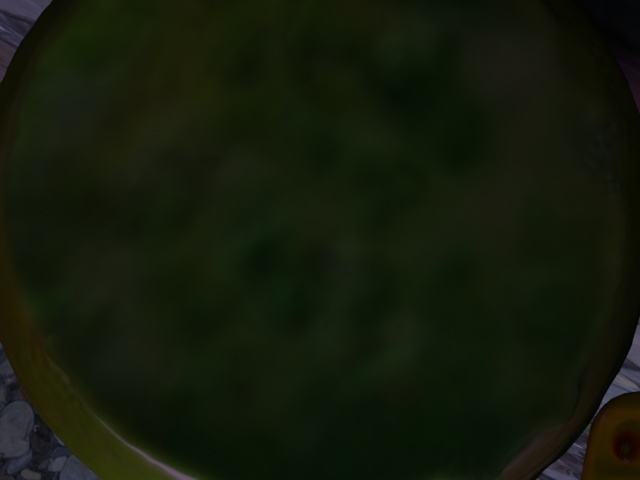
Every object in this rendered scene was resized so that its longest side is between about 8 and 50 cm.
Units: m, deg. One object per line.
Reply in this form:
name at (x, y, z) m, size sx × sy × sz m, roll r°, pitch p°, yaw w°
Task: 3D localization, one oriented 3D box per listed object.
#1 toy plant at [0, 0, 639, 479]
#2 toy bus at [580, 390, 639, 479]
toy plant at (0.000, 0.000, 0.592) m, size 0.224 × 0.185 × 0.316 m, roll 17°, pitch 177°, yaw 5°
toy bus at (0.212, 0.123, 0.519) m, size 0.145 × 0.151 × 0.331 m, roll -4°, pitch 169°, yaw 42°
